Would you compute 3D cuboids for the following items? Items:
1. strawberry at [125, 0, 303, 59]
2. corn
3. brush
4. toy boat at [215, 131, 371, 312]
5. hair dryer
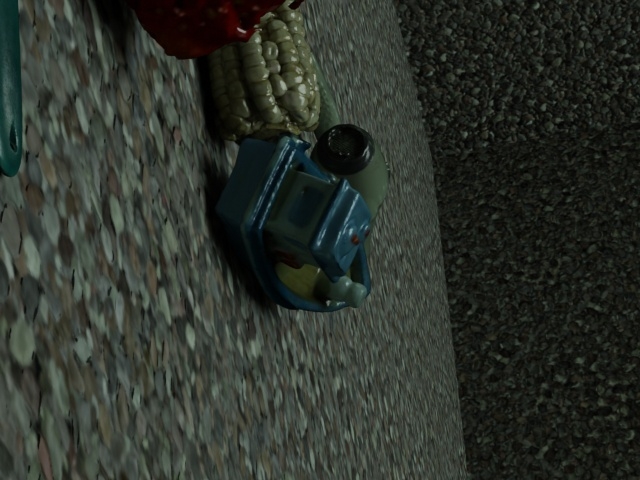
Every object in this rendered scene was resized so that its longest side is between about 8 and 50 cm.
[{"bbox_3d":[-0.063,-0.205,0.855,0.184,0.187,0.201,-16,133,-52],"label":"strawberry"},{"bbox_3d":[-0.050,-0.171,1.122,0.087,0.087,0.211,51,31,-73],"label":"corn"},{"bbox_3d":[-0.136,-0.120,0.664,0.043,0.032,0.193,59,20,-68],"label":"brush"},{"bbox_3d":[0.000,0.000,1.125,0.109,0.098,0.238,-66,162,-12],"label":"toy boat"},{"bbox_3d":[0.013,-0.073,1.539,0.225,0.088,0.219,-113,-169,-48],"label":"hair dryer"}]
